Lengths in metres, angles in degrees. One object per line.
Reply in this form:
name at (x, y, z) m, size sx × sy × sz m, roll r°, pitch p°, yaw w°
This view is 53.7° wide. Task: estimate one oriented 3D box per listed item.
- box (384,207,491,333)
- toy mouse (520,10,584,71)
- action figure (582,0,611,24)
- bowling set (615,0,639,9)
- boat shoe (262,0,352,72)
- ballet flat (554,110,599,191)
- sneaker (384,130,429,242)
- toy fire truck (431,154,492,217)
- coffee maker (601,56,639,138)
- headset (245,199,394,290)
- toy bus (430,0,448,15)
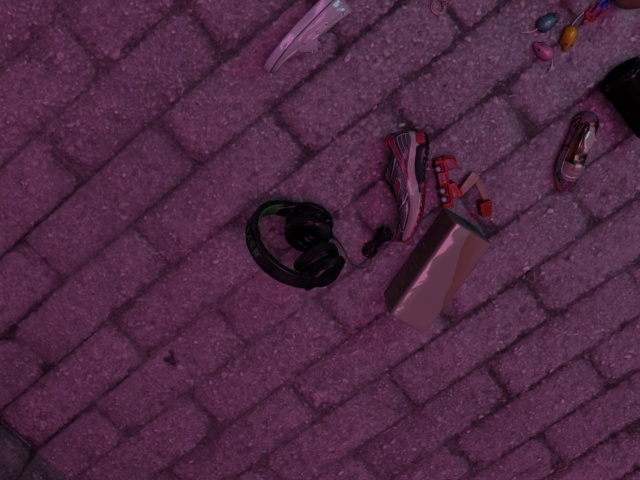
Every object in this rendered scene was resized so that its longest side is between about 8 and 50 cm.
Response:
box at (0.313, 0.082, 1.738) m, size 0.121 × 0.148 × 0.311 m, roll 29°, pitch 108°, yaw -12°
toy mouse at (0.576, -0.513, 1.594) m, size 0.143 × 0.031 × 0.161 m, roll 12°, pitch 109°, yaw -7°
action figure at (0.699, -0.585, 1.576) m, size 0.038 × 0.030 × 0.115 m, roll 37°, pitch 106°, yaw -19°
bowling set at (0.781, -0.635, 1.479) m, size 0.286 × 0.154 × 0.200 m, roll 9°, pitch 102°, yaw -19°
boat shoe at (-0.031, -0.493, 1.543) m, size 0.258 × 0.095 × 0.084 m, roll -43°, pitch 102°, yaw 13°
ballet flat at (0.681, -0.230, 1.674) m, size 0.076 × 0.079 × 0.222 m, roll 10°, pitch 109°, yaw -7°
sneaker at (0.224, -0.142, 1.678) m, size 0.112 × 0.121 × 0.299 m, roll 5°, pitch 105°, yaw 15°
toy fire truck at (0.383, -0.147, 1.709) m, size 0.135 × 0.047 × 0.192 m, roll -14°, pitch 109°, yaw 2°
coffee maker at (0.806, -0.352, 1.588) m, size 0.178 × 0.171 × 0.120 m, roll 44°, pitch 119°, yaw -14°
headset at (0.000, 0.000, 1.654) m, size 0.394 × 0.244 × 0.185 m, roll 9°, pitch 141°, yaw -36°
toy bus at (0.321, -0.665, 1.490) m, size 0.190 × 0.104 × 0.202 m, roll -29°, pitch 108°, yaw 8°
